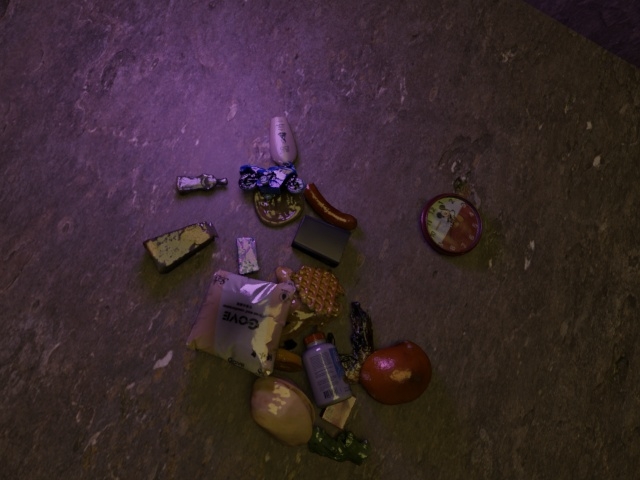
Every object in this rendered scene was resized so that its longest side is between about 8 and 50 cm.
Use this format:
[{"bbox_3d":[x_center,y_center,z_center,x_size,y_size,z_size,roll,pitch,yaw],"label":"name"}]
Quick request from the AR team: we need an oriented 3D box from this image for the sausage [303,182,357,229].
[{"bbox_3d":[0.038,-0.143,1.937,0.302,0.076,0.103,41,75,-3],"label":"sausage"}]

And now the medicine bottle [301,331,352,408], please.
[{"bbox_3d":[0.016,0.536,1.751,0.157,0.157,0.289,-14,67,-14],"label":"medicine bottle"}]

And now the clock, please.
[{"bbox_3d":[0.643,-0.078,2.058,0.318,0.080,0.319,1,80,-7],"label":"clock"}]

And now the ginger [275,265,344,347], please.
[{"bbox_3d":[-0.097,0.333,1.807,0.348,0.122,0.363,24,66,1],"label":"ginger"}]

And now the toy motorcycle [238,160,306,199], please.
[{"bbox_3d":[-0.212,-0.280,1.851,0.315,0.113,0.169,5,58,9],"label":"toy motorcycle"}]

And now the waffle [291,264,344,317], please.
[{"bbox_3d":[0.004,0.215,1.807,0.291,0.051,0.291,22,37,-18],"label":"waffle"}]

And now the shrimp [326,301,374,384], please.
[{"bbox_3d":[0.125,0.459,1.864,0.233,0.071,0.365,-3,86,-7],"label":"shrimp"}]

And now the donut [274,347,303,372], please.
[{"bbox_3d":[-0.156,0.495,1.746,0.162,0.178,0.065,-5,56,26],"label":"donut"}]

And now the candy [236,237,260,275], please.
[{"bbox_3d":[-0.318,0.069,1.826,0.092,0.073,0.160,-5,82,-15],"label":"candy"}]

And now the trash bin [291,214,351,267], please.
[{"bbox_3d":[0.000,0.000,1.887,0.225,0.115,0.165,24,76,-6],"label":"trash bin"}]

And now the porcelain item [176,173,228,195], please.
[{"bbox_3d":[-0.517,-0.255,1.839,0.215,0.069,0.081,-9,79,-12],"label":"porcelain item"}]

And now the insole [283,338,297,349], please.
[{"bbox_3d":[-0.128,0.440,1.769,0.053,0.153,0.002,-25,63,-4],"label":"insole"}]

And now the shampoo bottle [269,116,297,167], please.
[{"bbox_3d":[-0.176,-0.439,1.940,0.127,0.078,0.257,-8,86,-15],"label":"shampoo bottle"}]

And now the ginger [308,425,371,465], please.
[{"bbox_3d":[0.075,0.861,1.767,0.289,0.089,0.137,12,113,-2],"label":"ginger"}]

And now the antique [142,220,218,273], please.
[{"bbox_3d":[-0.571,0.013,1.754,0.284,0.125,0.150,-28,89,-15],"label":"antique"}]

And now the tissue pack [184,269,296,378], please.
[{"bbox_3d":[-0.312,0.319,1.688,0.375,0.195,0.390,10,71,13],"label":"tissue pack"}]

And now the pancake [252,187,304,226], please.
[{"bbox_3d":[-0.193,-0.173,1.906,0.241,0.050,0.242,2,80,-11],"label":"pancake"}]

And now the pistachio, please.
[{"bbox_3d":[-0.156,0.676,1.684,0.238,0.229,0.321,-29,103,27],"label":"pistachio"}]

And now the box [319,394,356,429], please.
[{"bbox_3d":[0.077,0.719,1.809,0.111,0.060,0.156,31,77,-3],"label":"box"}]

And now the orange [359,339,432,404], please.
[{"bbox_3d":[0.353,0.588,1.854,0.310,0.274,0.274,-6,80,-52],"label":"orange"}]
